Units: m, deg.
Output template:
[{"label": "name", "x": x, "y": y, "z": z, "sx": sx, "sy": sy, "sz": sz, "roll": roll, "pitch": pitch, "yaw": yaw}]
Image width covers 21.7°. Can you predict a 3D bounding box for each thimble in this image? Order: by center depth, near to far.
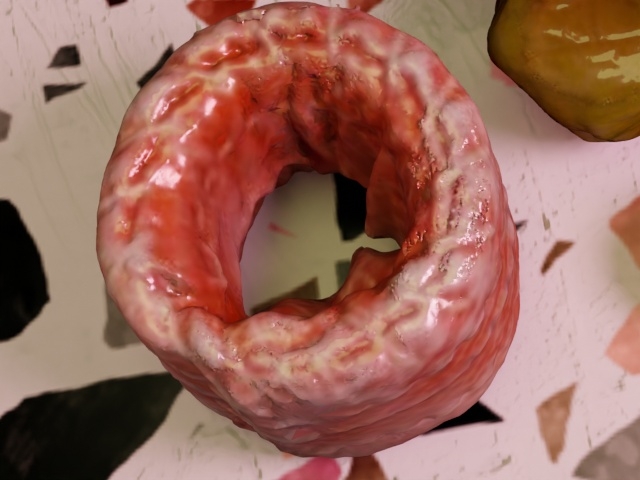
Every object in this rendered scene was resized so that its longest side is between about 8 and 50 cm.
[{"label": "thimble", "x": 0.000, "y": 0.000, "z": 0.952, "sx": 0.239, "sy": 0.162, "sz": 0.239, "roll": -3, "pitch": 72, "yaw": 10}]

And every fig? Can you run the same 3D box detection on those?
[{"label": "fig", "x": 0.175, "y": -0.131, "z": 0.951, "sx": 0.166, "sy": 0.154, "sz": 0.144, "roll": -14, "pitch": 86, "yaw": 46}]
